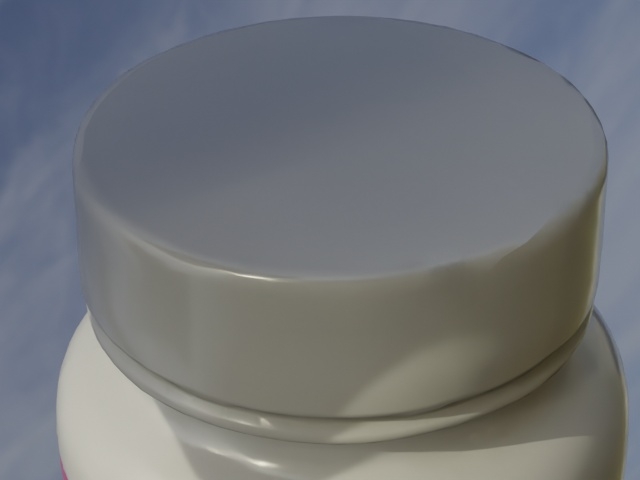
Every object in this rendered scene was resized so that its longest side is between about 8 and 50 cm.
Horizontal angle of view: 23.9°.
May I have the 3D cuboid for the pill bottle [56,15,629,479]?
[{"bbox_3d":[0.007,0.088,0.454,0.160,0.160,0.283,-26,-50,-32],"label":"pill bottle"}]
